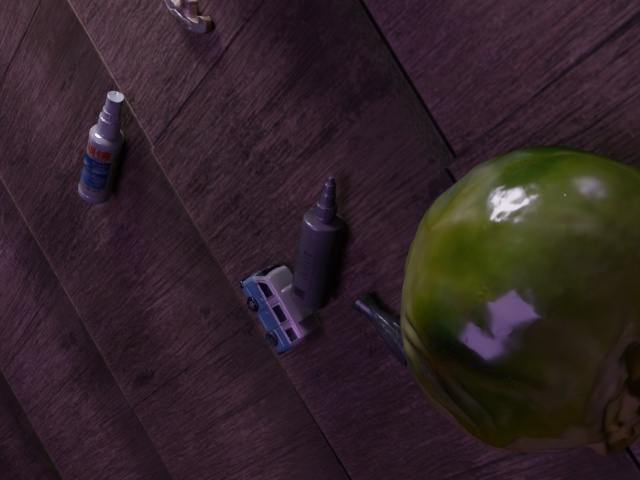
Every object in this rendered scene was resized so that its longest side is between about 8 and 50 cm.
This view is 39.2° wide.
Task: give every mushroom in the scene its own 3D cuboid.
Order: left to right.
[{"bbox_3d":[-0.188,-0.321,1.260,0.101,0.019,0.049,40,132,24],"label":"mushroom"}]

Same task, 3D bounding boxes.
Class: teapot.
[{"bbox_3d":[0.086,0.112,1.179,0.110,0.043,0.043,43,134,25],"label":"teapot"}]

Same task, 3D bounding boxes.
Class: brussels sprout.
[{"bbox_3d":[0.218,0.074,0.855,0.344,0.268,0.344,22,129,31],"label":"brussels sprout"}]

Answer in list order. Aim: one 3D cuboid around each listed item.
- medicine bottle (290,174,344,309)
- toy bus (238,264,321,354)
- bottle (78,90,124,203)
[{"bbox_3d":[0.000,0.000,1.198,0.057,0.057,0.199,32,129,31],"label":"medicine bottle"},{"bbox_3d":[-0.056,0.094,1.299,0.075,0.060,0.123,-31,88,44],"label":"toy bus"},{"bbox_3d":[-0.356,-0.154,1.487,0.060,0.060,0.217,45,134,20],"label":"bottle"}]
